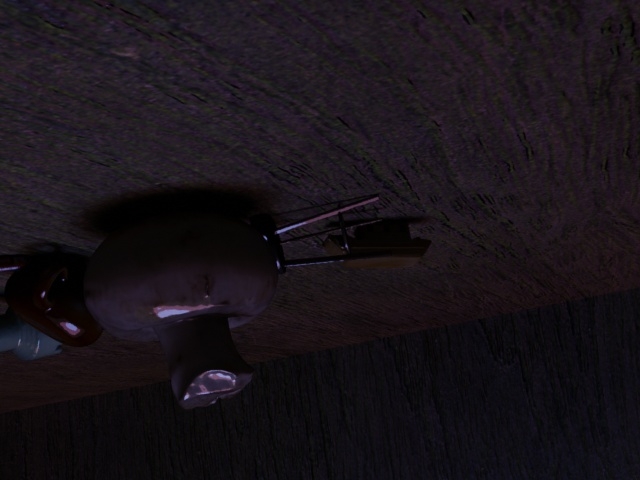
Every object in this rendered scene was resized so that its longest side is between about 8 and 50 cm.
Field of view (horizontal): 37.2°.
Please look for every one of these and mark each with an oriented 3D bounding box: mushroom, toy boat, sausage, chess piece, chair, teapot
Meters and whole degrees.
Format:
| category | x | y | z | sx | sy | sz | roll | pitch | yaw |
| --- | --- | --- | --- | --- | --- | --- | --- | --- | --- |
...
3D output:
| category | x | y | z | sx | sy | sz | roll | pitch | yaw |
| --- | --- | --- | --- | --- | --- | --- | --- | --- | --- |
| mushroom | -0.205 | 0.104 | 1.417 | 0.297 | 0.290 | 0.297 | -9 | 166 | -2 |
| toy boat | 0.099 | 0.006 | 1.673 | 0.200 | 0.077 | 0.057 | 0 | 152 | -22 |
| sausage | -0.559 | 0.041 | 1.503 | 0.198 | 0.028 | 0.025 | -4 | 148 | -24 |
| chess piece | -0.623 | 0.177 | 1.741 | 0.299 | 0.195 | 0.194 | -8 | 170 | -46 |
| chair | 0.000 | -0.001 | 1.536 | 0.221 | 0.095 | 0.104 | -9 | 155 | 5 |
| teapot | -0.436 | 0.087 | 1.588 | 0.178 | 0.135 | 0.252 | 25 | 159 | 2 |
